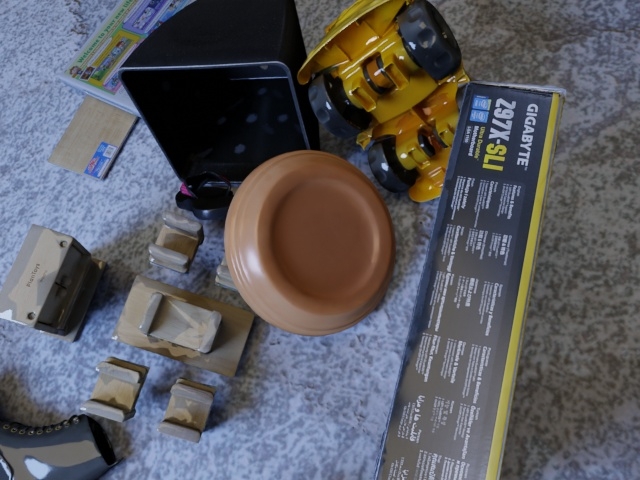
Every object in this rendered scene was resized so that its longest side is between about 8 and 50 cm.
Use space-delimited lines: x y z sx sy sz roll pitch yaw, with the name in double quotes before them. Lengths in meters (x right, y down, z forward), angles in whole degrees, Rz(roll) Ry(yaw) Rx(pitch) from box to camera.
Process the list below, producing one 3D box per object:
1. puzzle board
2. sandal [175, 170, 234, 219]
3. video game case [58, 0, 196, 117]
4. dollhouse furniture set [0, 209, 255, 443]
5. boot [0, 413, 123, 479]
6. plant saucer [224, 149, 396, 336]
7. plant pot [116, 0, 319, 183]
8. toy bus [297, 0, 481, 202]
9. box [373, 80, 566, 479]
"puzzle board" -0.317 -0.151 0.782 0.096 0.011 0.128 19 75 17
"sandal" -0.130 -0.057 0.636 0.067 0.179 0.040 -16 105 -18
"video game case" -0.247 -0.283 0.804 0.193 0.023 0.212 25 74 20
"dollhouse furniture set" -0.202 0.084 0.626 0.242 0.161 0.212 19 74 -5
"boot" -0.324 0.214 0.621 0.137 0.077 0.198 -37 80 -8
"plant saucer" 0.000 0.000 0.579 0.199 0.037 0.200 4 80 -26
"plant pot" -0.094 -0.189 0.667 0.187 0.188 0.167 2 56 13
"toy bus" 0.100 -0.186 0.629 0.149 0.220 0.211 -30 30 31
"box" 0.124 0.076 0.469 0.079 0.257 0.322 12 72 15
